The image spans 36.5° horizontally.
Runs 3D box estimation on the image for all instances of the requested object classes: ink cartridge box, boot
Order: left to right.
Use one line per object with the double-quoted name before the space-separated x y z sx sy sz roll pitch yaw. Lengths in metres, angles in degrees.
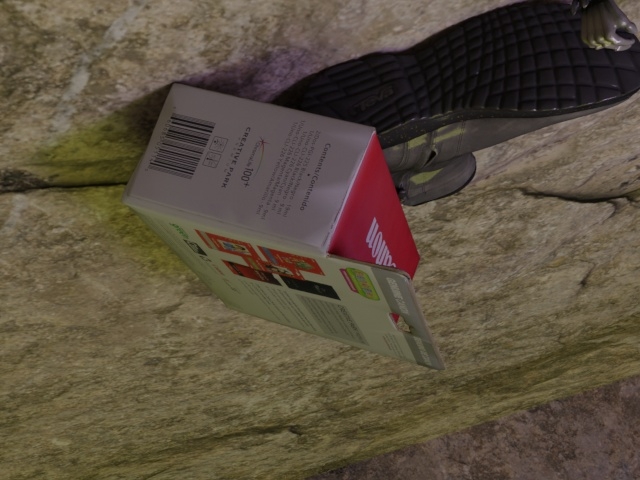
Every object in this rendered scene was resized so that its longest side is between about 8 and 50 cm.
"ink cartridge box" 0.000 0.000 0.964 0.272 0.130 0.309 15 162 19
"boot" 0.153 -0.123 1.010 0.338 0.118 0.222 -8 159 8

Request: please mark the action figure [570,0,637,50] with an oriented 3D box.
"action figure" 0.291 -0.240 0.805 0.164 0.140 0.276 -16 163 38
